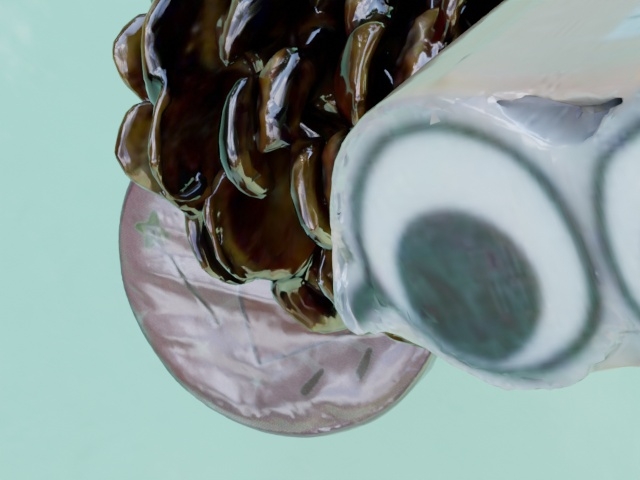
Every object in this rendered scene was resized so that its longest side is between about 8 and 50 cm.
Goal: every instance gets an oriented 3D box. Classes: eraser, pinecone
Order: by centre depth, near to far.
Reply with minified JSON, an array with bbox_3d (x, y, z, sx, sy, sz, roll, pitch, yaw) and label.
[{"bbox_3d":[0.145,-0.068,0.511,0.171,0.290,0.087,1,120,41],"label":"eraser"},{"bbox_3d":[0.041,-0.060,0.786,0.272,0.224,0.224,30,85,45],"label":"pinecone"}]

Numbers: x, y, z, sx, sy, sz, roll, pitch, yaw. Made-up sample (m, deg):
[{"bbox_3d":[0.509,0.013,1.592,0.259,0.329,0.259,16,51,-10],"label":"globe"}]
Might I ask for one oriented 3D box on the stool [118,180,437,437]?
[{"bbox_3d":[0.000,0.000,1.490,0.272,0.178,0.272,9,110,25],"label":"stool"}]
